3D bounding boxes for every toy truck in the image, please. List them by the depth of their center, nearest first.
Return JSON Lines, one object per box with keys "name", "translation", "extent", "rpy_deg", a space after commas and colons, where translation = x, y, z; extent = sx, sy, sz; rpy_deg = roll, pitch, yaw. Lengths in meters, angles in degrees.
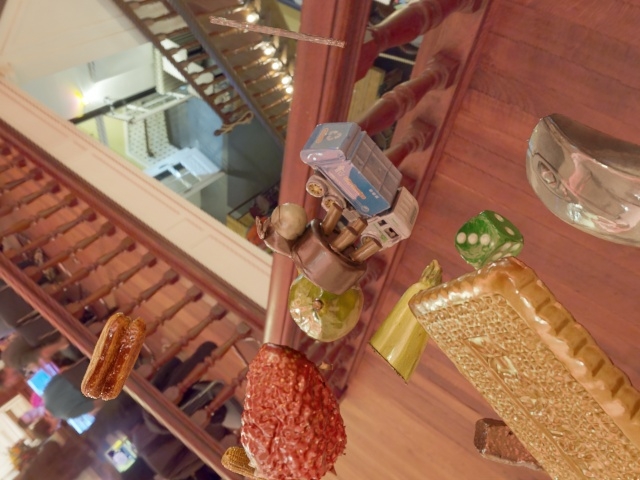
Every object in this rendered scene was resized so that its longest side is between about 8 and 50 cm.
{"name": "toy truck", "translation": [0.103, -0.138, 1.265], "extent": [0.367, 0.146, 0.175], "rpy_deg": [44, 142, -24]}

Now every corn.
{"name": "corn", "translation": [-0.181, 0.635, 1.372], "extent": [0.207, 0.068, 0.068], "rpy_deg": [26, 146, -21]}

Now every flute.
{"name": "flute", "translation": [-0.082, -0.385, 0.897], "extent": [0.269, 0.014, 0.014], "rpy_deg": [15, 133, 10]}

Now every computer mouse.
{"name": "computer mouse", "translation": [0.520, -0.105, 0.929], "extent": [0.371, 0.121, 0.189], "rpy_deg": [48, 154, 41]}

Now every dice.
{"name": "dice", "translation": [0.445, 0.004, 1.287], "extent": [0.128, 0.130, 0.120], "rpy_deg": [-55, 44, 30]}

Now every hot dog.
{"name": "hot dog", "translation": [-0.355, 0.203, 0.838], "extent": [0.045, 0.071, 0.165], "rpy_deg": [38, 105, 56]}

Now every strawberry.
{"name": "strawberry", "translation": [-0.059, 0.426, 1.222], "extent": [0.291, 0.292, 0.344], "rpy_deg": [20, 114, 31]}

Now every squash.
{"name": "squash", "translation": [0.205, 0.183, 1.108], "extent": [0.137, 0.137, 0.288], "rpy_deg": [31, 109, 20]}

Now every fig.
{"name": "fig", "translation": [-0.001, 0.191, 1.368], "extent": [0.232, 0.314, 0.233], "rpy_deg": [6, 112, 14]}

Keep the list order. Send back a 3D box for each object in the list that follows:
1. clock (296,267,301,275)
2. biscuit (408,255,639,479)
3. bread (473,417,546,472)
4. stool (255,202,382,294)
{"name": "clock", "translation": [-0.007, 0.115, 1.690], "extent": [0.071, 0.277, 0.294], "rpy_deg": [-21, 77, 12]}
{"name": "biscuit", "translation": [0.180, 0.131, 0.378], "extent": [0.255, 0.029, 0.172], "rpy_deg": [49, 160, 3]}
{"name": "bread", "translation": [0.613, 0.544, 1.242], "extent": [0.415, 0.113, 0.165], "rpy_deg": [7, 163, 14]}
{"name": "stool", "translation": [0.000, 0.000, 0.798], "extent": [0.217, 0.125, 0.121], "rpy_deg": [35, 112, -10]}
